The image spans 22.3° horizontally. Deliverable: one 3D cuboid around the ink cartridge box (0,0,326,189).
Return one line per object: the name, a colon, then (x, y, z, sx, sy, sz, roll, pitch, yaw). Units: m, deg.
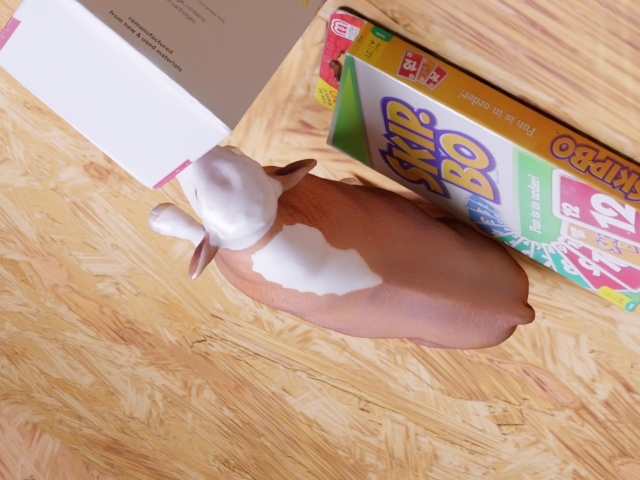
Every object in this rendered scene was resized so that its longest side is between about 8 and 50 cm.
ink cartridge box: (-0.072, -0.144, 0.902, 0.127, 0.176, 0.128, 40, 154, -10)

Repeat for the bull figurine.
bull figurine: (0.000, 0.000, 1.074, 0.310, 0.101, 0.188, 23, -175, -34)

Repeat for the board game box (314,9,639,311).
board game box: (0.108, -0.050, 1.041, 0.259, 0.039, 0.124, 32, 156, 8)
